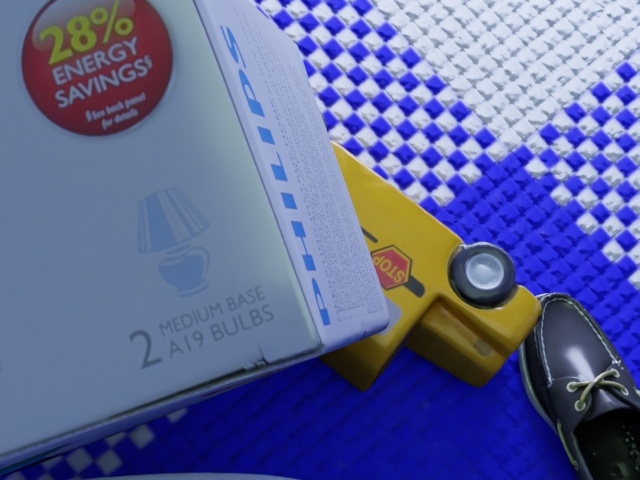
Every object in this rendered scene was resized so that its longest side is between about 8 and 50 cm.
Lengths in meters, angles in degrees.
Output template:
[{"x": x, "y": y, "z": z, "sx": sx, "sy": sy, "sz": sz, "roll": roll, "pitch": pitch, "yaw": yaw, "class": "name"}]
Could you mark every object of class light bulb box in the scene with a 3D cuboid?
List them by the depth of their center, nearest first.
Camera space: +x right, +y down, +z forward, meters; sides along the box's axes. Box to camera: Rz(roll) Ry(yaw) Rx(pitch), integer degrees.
[{"x": -0.168, "y": 0.014, "z": 0.855, "sx": 0.358, "sy": 0.361, "sz": 0.225, "roll": -21, "pitch": 86, "yaw": 8, "class": "light bulb box"}]

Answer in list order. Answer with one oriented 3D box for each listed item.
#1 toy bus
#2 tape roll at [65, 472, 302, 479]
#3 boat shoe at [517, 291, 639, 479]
[{"x": 0.000, "y": 0.000, "z": 1.080, "sx": 0.333, "sy": 0.108, "sz": 0.130, "roll": 38, "pitch": 71, "yaw": 7, "class": "toy bus"}, {"x": -0.112, "y": 0.252, "z": 0.908, "sx": 0.246, "sy": 0.246, "sz": 0.169, "roll": -2, "pitch": 72, "yaw": -8, "class": "tape roll"}, {"x": 0.216, "y": 0.138, "z": 1.080, "sx": 0.081, "sy": 0.068, "sz": 0.227, "roll": -16, "pitch": 74, "yaw": -13, "class": "boat shoe"}]
